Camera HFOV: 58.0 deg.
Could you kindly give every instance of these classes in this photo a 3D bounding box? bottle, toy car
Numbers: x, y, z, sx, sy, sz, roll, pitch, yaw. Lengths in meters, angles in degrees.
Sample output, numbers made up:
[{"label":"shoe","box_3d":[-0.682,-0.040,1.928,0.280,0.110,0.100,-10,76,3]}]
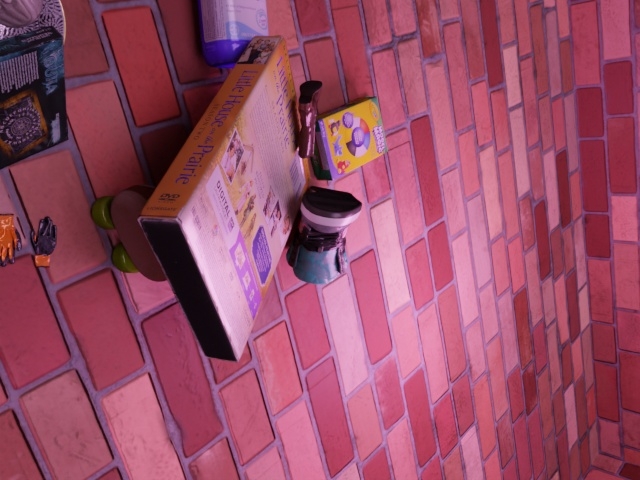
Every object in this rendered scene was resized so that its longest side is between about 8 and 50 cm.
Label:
[{"label":"bottle","box_3d":[-0.149,-0.434,0.957,0.118,0.092,0.282,-14,105,-48]},{"label":"toy car","box_3d":[-0.220,-0.039,0.900,0.188,0.155,0.149,-41,122,-46]}]

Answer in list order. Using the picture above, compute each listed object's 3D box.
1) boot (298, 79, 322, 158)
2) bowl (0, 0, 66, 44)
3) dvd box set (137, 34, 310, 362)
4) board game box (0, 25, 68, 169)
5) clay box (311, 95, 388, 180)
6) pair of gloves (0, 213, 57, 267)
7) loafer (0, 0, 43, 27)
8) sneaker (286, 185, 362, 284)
[{"label":"boot","box_3d":[-0.019,-0.210,1.009,0.106,0.037,0.114,-69,162,-47]},{"label":"bowl","box_3d":[-0.417,-0.276,0.715,0.170,0.080,0.170,-7,100,-45]},{"label":"dvd box set","box_3d":[-0.115,-0.073,0.890,0.307,0.062,0.420,80,22,-47]},{"label":"board game box","box_3d":[-0.377,-0.168,0.715,0.026,0.186,0.126,45,53,10]},{"label":"clay box","box_3d":[0.067,-0.224,1.227,0.222,0.053,0.127,-32,117,-38]},{"label":"pair of gloves","box_3d":[-0.410,0.001,0.803,0.083,0.010,0.074,5,91,-46]},{"label":"loafer","box_3d":[-0.406,-0.368,0.583,0.319,0.112,0.111,54,40,-42]},{"label":"sneaker","box_3d":[0.000,0.000,1.073,0.295,0.124,0.178,-78,178,-80]}]
